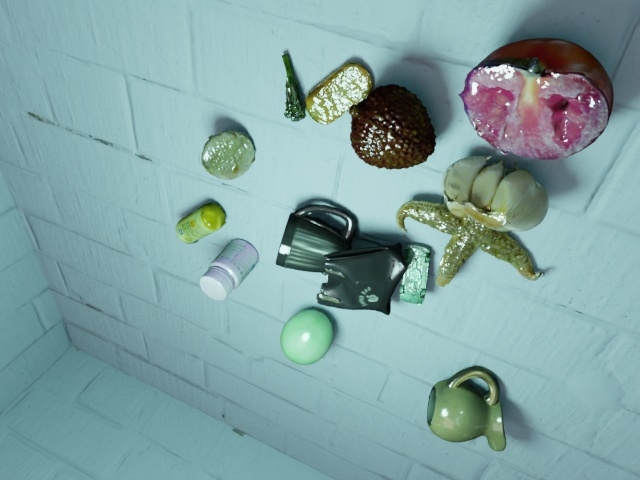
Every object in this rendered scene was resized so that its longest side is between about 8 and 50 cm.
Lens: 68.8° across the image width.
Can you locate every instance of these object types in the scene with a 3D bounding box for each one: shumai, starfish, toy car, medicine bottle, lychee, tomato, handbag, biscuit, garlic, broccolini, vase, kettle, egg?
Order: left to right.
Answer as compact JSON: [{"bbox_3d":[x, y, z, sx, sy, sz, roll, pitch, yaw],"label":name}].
[{"bbox_3d":[-0.497,-0.074,1.959,0.239,0.124,0.124,-23,111,39],"label":"medicine bottle"},{"bbox_3d":[-0.339,-0.316,1.682,0.120,0.201,0.201,-127,28,-45],"label":"shumai"},{"bbox_3d":[-0.380,0.121,1.950,0.152,0.254,0.152,15,132,17],"label":"medicine bottle"},{"bbox_3d":[-0.080,-0.471,1.452,0.068,0.091,0.202,-9,117,-17],"label":"broccolini"},{"bbox_3d":[-0.059,0.418,2.030,0.220,0.220,0.269,32,123,3],"label":"egg"},{"bbox_3d":[-0.004,0.010,1.721,0.271,0.251,0.207,18,168,-2],"label":"kettle"},{"bbox_3d":[0.052,-0.440,1.412,0.247,0.029,0.118,-25,117,40],"label":"biscuit"},{"bbox_3d":[0.138,0.143,1.663,0.288,0.152,0.342,1,137,-7],"label":"handbag"},{"bbox_3d":[0.198,-0.308,1.305,0.271,0.236,0.236,30,138,-23],"label":"lychee"},{"bbox_3d":[0.339,0.117,1.661,0.090,0.076,0.224,10,110,20],"label":"toy car"},{"bbox_3d":[0.454,0.017,1.490,0.324,0.082,0.432,-32,107,28],"label":"starfish"},{"bbox_3d":[0.602,0.657,1.872,0.302,0.241,0.329,12,105,6],"label":"vase"},{"bbox_3d":[0.495,-0.129,1.315,0.281,0.203,0.185,22,169,33],"label":"garlic"},{"bbox_3d":[0.515,-0.350,1.127,0.335,0.176,0.289,16,152,24],"label":"tomato"}]
